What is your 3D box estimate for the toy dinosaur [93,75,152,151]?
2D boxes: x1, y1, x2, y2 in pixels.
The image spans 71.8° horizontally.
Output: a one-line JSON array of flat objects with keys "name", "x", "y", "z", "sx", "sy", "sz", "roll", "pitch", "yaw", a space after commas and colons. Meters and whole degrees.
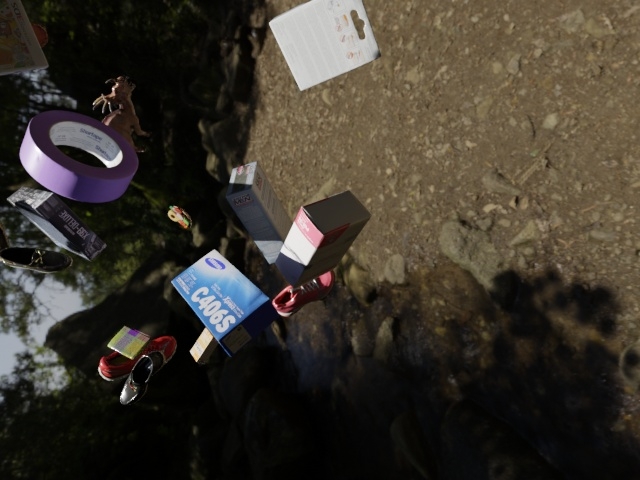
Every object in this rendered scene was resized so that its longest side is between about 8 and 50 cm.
[{"name": "toy dinosaur", "x": -0.708, "y": -0.397, "z": 1.528, "sx": 0.127, "sy": 0.200, "sz": 0.296, "roll": 0, "pitch": 66, "yaw": 29}]

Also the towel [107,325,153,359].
[{"name": "towel", "x": -0.411, "y": 0.221, "z": 0.955, "sx": 0.083, "sy": 0.060, "sz": 0.009, "roll": 16, "pitch": 137, "yaw": 22}]

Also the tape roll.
[{"name": "tape roll", "x": -0.654, "y": -0.232, "z": 1.214, "sx": 0.090, "sy": 0.274, "sz": 0.275, "roll": -47, "pitch": 48, "yaw": 28}]

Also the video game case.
[{"name": "video game case", "x": -0.799, "y": -0.491, "z": 1.031, "sx": 0.026, "sy": 0.227, "sz": 0.206, "roll": 5, "pitch": 117, "yaw": 47}]

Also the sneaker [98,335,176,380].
[{"name": "sneaker", "x": -0.662, "y": 0.421, "z": 1.620, "sx": 0.107, "sy": 0.279, "sz": 0.118, "roll": 49, "pitch": 143, "yaw": 30}]

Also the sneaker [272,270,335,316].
[{"name": "sneaker", "x": -0.073, "y": 0.225, "z": 1.930, "sx": 0.314, "sy": 0.136, "sz": 0.116, "roll": -35, "pitch": 63, "yaw": 5}]

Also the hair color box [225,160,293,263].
[{"name": "hair color box", "x": -0.226, "y": -0.104, "z": 1.761, "sx": 0.113, "sy": 0.374, "sz": 0.185, "roll": -15, "pitch": 41, "yaw": 14}]

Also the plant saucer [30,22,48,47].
[{"name": "plant saucer", "x": -0.958, "y": -0.683, "z": 1.474, "sx": 0.013, "sy": 0.083, "sz": 0.083, "roll": 49, "pitch": 130, "yaw": 27}]

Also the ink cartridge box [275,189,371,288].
[{"name": "ink cartridge box", "x": 0.000, "y": 0.000, "z": 1.368, "sx": 0.117, "sy": 0.207, "sz": 0.283, "roll": 51, "pitch": 139, "yaw": 18}]

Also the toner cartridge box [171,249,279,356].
[{"name": "toner cartridge box", "x": -0.275, "y": 0.159, "z": 1.235, "sx": 0.348, "sy": 0.165, "sz": 0.075, "roll": 30, "pitch": 152, "yaw": 47}]

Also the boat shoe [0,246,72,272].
[{"name": "boat shoe", "x": -1.015, "y": 0.067, "z": 1.576, "sx": 0.069, "sy": 0.227, "sz": 0.081, "roll": 113, "pitch": 160, "yaw": -70}]

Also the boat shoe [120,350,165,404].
[{"name": "boat shoe", "x": -0.364, "y": 0.277, "z": 0.884, "sx": 0.049, "sy": 0.042, "sz": 0.133, "roll": 40, "pitch": 99, "yaw": 16}]

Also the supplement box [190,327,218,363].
[{"name": "supplement box", "x": -0.378, "y": 0.345, "z": 1.452, "sx": 0.062, "sy": 0.036, "sz": 0.098, "roll": 33, "pitch": 90, "yaw": 47}]

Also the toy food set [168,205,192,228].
[{"name": "toy food set", "x": -0.420, "y": -0.070, "z": 1.325, "sx": 0.083, "sy": 0.020, "sz": 0.082, "roll": 43, "pitch": 147, "yaw": -3}]

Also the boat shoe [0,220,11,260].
[{"name": "boat shoe", "x": -1.307, "y": -0.057, "z": 1.736, "sx": 0.098, "sy": 0.109, "sz": 0.302, "roll": 4, "pitch": 116, "yaw": 40}]

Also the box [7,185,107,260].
[{"name": "box", "x": -0.898, "y": -0.062, "z": 1.504, "sx": 0.307, "sy": 0.242, "sz": 0.076, "roll": 12, "pitch": 54, "yaw": 40}]

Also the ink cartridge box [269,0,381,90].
[{"name": "ink cartridge box", "x": 0.024, "y": -0.846, "z": 1.847, "sx": 0.385, "sy": 0.308, "sz": 0.091, "roll": -16, "pitch": 32, "yaw": 20}]
